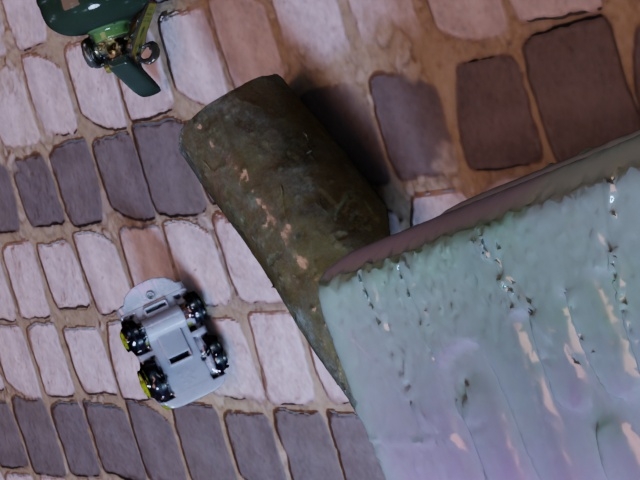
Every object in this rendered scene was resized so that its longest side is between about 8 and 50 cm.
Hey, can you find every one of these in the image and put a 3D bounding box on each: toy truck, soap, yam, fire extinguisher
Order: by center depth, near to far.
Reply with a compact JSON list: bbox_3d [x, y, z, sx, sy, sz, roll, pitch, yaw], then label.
[{"bbox_3d":[0.203,0.067,0.986,0.446,0.156,0.261,-22,89,56],"label":"soap"},{"bbox_3d":[0.000,0.000,1.281,0.259,0.106,0.106,54,144,20],"label":"yam"},{"bbox_3d":[-0.194,-0.260,1.427,0.114,0.095,0.311,-27,-81,-79],"label":"fire extinguisher"},{"bbox_3d":[-0.129,0.087,1.545,0.111,0.076,0.077,65,166,8],"label":"toy truck"}]
